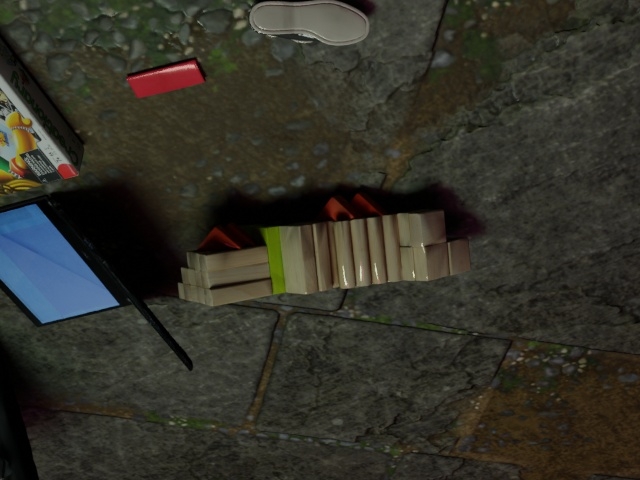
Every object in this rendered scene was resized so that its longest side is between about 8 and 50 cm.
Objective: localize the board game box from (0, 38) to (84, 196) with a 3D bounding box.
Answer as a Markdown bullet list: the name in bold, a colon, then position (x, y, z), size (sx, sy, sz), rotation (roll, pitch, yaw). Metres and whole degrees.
- **board game box**: position (-0.422, -0.163, 1.274), size (0.193, 0.053, 0.305), rotation (-14, 137, 17)

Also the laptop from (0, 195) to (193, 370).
- **laptop**: position (-0.320, 0.071, 1.477), size (0.136, 0.264, 0.234), rotation (-40, 136, -9)

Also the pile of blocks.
- **pile of blocks**: position (0.000, 0.000, 1.436), size (0.362, 0.149, 0.112), rotation (-6, 96, -5)

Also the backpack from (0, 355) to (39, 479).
- **backpack**: position (-0.596, 0.326, 1.661), size (0.355, 0.290, 0.273), rotation (-18, 168, -6)

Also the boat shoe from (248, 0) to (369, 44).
- **boat shoe**: position (-0.013, -0.226, 1.204), size (0.125, 0.038, 0.046), rotation (0, 98, -7)

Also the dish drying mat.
- **dish drying mat**: position (-0.171, -0.179, 1.285), size (0.083, 0.008, 0.032), rotation (-11, 137, 15)
